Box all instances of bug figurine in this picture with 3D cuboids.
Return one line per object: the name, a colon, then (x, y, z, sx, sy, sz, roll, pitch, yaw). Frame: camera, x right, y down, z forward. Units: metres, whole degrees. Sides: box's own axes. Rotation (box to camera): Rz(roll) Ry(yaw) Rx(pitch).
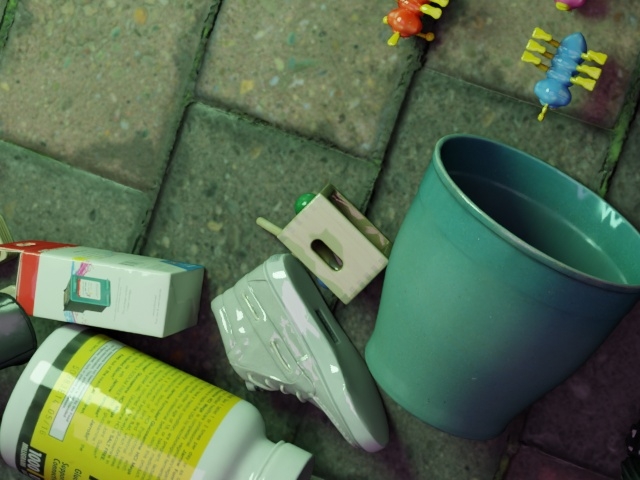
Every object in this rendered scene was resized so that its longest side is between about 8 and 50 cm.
bug figurine: (0.210, -0.273, 1.718, 0.279, 0.072, 0.216, 29, 92, 15)

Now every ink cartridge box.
ink cartridge box: (-0.268, 0.054, 1.808, 0.231, 0.134, 0.078, 8, 95, 13)

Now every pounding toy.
pounding toy: (0.000, 0.000, 1.758, 0.141, 0.130, 0.100, 44, 100, -1)

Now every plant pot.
plant pot: (0.184, 0.065, 1.657, 0.271, 0.271, 0.255, 33, 115, 9)

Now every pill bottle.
pill bottle: (-0.185, 0.243, 1.771, 0.333, 0.188, 0.188, 24, 97, 11)

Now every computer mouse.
computer mouse: (-0.421, 0.158, 1.819, 0.262, 0.060, 0.184, -7, 108, 43)

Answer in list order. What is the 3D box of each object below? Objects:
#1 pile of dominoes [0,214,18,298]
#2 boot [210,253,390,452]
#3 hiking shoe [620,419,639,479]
pile of dominoes: (-0.503, 0.034, 1.909, 0.251, 0.040, 0.196, -24, 87, 12)
boot: (-0.027, 0.152, 1.791, 0.123, 0.095, 0.258, -33, 79, 20)
hiking shoe: (0.439, 0.161, 1.687, 0.132, 0.113, 0.304, 23, 91, -20)
